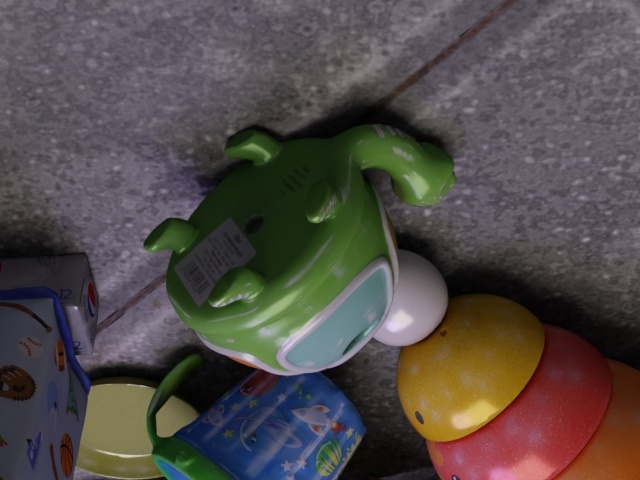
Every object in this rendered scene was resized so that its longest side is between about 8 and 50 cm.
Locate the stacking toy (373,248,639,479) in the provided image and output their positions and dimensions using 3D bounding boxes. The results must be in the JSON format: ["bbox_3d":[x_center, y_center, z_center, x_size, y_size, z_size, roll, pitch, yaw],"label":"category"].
[{"bbox_3d":[0.212,0.185,1.614,0.350,0.350,0.480,-36,108,31],"label":"stacking toy"}]

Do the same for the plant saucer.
[{"bbox_3d":[-0.279,0.266,1.819,0.241,0.037,0.241,0,137,0],"label":"plant saucer"}]

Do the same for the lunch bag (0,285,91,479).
[{"bbox_3d":[-0.490,0.231,1.430,0.385,0.328,0.239,-4,131,6],"label":"lunch bag"}]

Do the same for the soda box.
[{"bbox_3d":[-0.430,0.086,1.583,0.286,0.091,0.098,-3,136,3],"label":"soda box"}]

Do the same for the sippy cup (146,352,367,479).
[{"bbox_3d":[-0.066,0.279,1.675,0.305,0.224,0.240,49,161,-19],"label":"sippy cup"}]

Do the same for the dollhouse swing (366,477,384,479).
[{"bbox_3d":[0.063,0.451,1.735,0.347,0.305,0.315,9,157,32],"label":"dollhouse swing"}]

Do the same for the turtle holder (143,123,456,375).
[{"bbox_3d":[-0.016,0.003,1.427,0.243,0.320,0.227,6,149,43],"label":"turtle holder"}]
